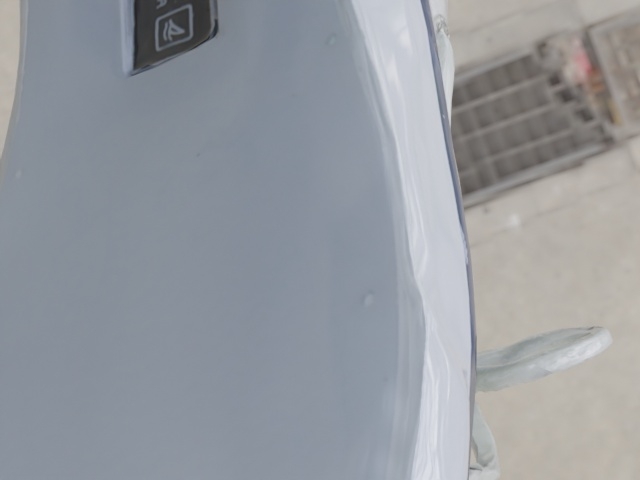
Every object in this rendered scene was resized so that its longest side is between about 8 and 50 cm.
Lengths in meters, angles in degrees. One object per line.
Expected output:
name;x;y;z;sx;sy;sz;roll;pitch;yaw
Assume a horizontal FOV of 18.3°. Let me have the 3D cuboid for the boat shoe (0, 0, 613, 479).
boat shoe;-0.008;0.001;0.507;0.156;0.136;0.367;40;38;-50
